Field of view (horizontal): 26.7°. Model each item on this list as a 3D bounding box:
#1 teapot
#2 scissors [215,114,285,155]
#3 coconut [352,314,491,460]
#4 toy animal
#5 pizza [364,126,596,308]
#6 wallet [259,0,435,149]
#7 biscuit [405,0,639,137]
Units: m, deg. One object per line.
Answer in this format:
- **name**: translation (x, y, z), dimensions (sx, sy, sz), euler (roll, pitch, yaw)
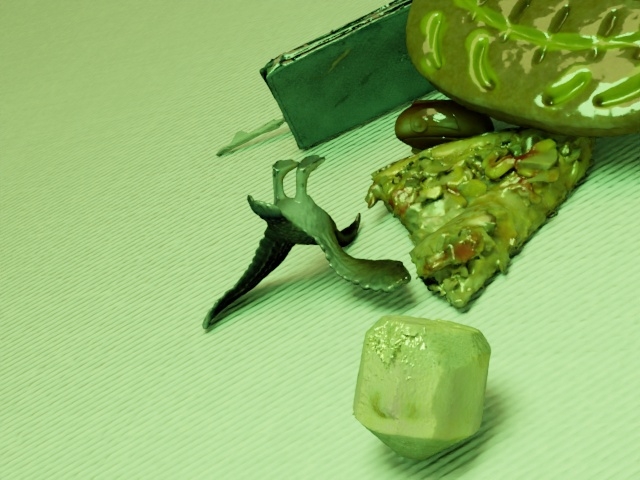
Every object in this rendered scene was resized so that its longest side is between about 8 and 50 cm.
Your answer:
- **teapot**: translation (0.151, -0.124, 1.603), dimensions (0.129, 0.078, 0.098), euler (2, -4, 20)
- **scissors**: translation (-0.057, -0.165, 1.854), dimensions (0.212, 0.021, 0.110), euler (-23, -5, 20)
- **coconut**: translation (0.087, 0.131, 1.177), dimensions (0.116, 0.122, 0.116), euler (7, 4, 0)
- **toy animal**: translation (-0.001, -0.016, 1.469), dimensions (0.272, 0.160, 0.197), euler (0, 32, 33)
- **pizza**: translation (0.139, -0.043, 1.473), dimensions (0.251, 0.074, 0.287), euler (2, 37, 44)
- **wallet**: translation (0.117, -0.246, 1.721), dimensions (0.379, 0.191, 0.046), euler (-23, 57, 3)
- **biscuit**: translation (0.284, -0.271, 1.489), dimensions (0.394, 0.070, 0.350), euler (14, 63, 35)
